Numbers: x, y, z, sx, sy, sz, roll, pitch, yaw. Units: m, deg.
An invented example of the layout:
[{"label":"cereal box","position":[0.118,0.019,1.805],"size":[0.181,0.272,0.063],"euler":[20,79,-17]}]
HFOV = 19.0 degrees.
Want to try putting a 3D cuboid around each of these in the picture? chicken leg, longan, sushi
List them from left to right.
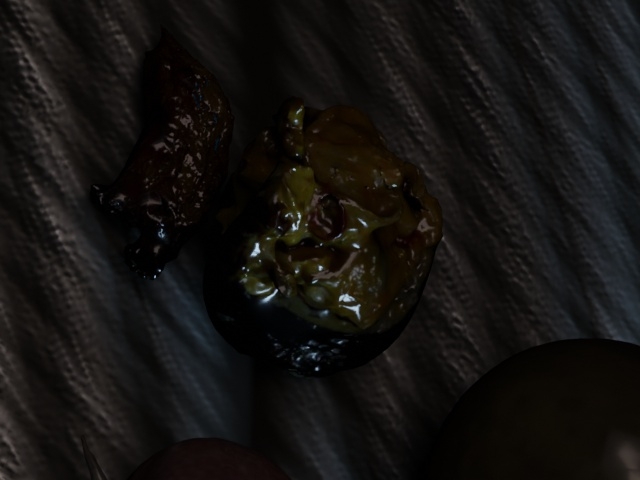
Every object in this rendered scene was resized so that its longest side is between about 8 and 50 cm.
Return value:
[{"label":"chicken leg","position":[-0.128,-0.074,1.632],"size":[0.105,0.063,0.234],"euler":[28,61,-19]},{"label":"sushi","position":[-0.001,-0.007,1.585],"size":[0.213,0.204,0.200],"euler":[8,65,-28]},{"label":"longan","position":[0.227,0.218,1.574],"size":[0.297,0.297,0.297],"euler":[8,69,-22]}]

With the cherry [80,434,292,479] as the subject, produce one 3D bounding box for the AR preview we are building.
[{"label":"cherry","position":[-0.101,0.266,1.440],"size":[0.236,0.213,0.285],"euler":[-34,96,-23]}]
